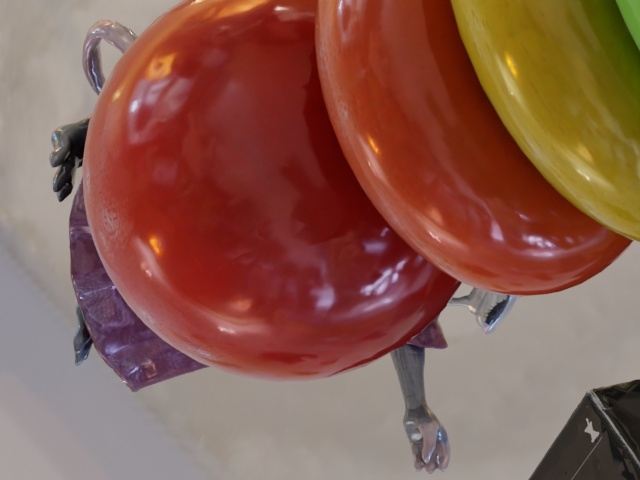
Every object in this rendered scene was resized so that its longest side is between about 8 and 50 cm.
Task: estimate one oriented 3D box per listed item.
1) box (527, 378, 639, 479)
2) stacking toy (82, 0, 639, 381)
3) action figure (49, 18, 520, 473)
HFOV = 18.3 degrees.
[{"bbox_3d":[0.155,0.211,0.945,0.103,0.261,0.184,-11,-126,-34],"label":"box"},{"bbox_3d":[0.082,-0.054,0.362,0.141,0.330,0.141,23,-123,-40],"label":"stacking toy"},{"bbox_3d":[0.000,0.000,1.449,0.370,0.248,0.276,-3,-128,8],"label":"action figure"}]
